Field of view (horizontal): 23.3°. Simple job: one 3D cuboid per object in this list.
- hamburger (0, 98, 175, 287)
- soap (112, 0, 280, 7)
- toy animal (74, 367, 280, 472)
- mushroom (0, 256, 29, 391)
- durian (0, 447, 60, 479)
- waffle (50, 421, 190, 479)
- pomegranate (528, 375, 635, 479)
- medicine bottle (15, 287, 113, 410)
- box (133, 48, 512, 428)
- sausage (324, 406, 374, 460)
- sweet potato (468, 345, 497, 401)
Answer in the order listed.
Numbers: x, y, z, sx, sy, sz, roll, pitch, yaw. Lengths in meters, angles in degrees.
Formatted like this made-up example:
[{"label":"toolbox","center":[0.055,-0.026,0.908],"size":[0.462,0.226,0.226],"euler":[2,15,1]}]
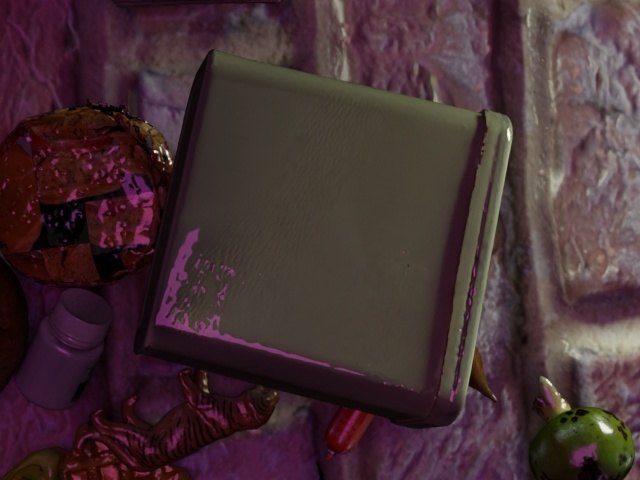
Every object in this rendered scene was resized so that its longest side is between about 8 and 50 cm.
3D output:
[{"label":"hamburger","center":[-0.276,-0.053,1.790],"size":[0.231,0.107,0.231],"euler":[0,94,6]},{"label":"soap","center":[-0.145,-0.308,1.779],"size":[0.203,0.122,0.066],"euler":[-1,90,-1]},{"label":"toy animal","center":[-0.165,0.206,1.790],"size":[0.241,0.057,0.099],"euler":[-24,83,-16]},{"label":"mushroom","center":[-0.451,0.090,1.751],"size":[0.253,0.153,0.253],"euler":[2,113,4]},{"label":"durian","center":[-0.333,0.366,1.734],"size":[0.139,0.101,0.250],"euler":[-11,90,-40]},{"label":"waffle","center":[-0.251,0.349,1.809],"size":[0.237,0.059,0.243],"euler":[37,89,0]},{"label":"pomegranate","center":[0.291,0.229,1.786],"size":[0.122,0.122,0.161],"euler":[-29,63,0]},{"label":"medicine bottle","center":[-0.291,0.124,1.777],"size":[0.080,0.080,0.130],"euler":[31,116,0]},{"label":"box","center":[0.000,0.000,1.701],"size":[0.343,0.177,0.352],"euler":[13,79,-10]},{"label":"sausage","center":[0.045,0.195,1.816],"size":[0.050,0.048,0.145],"euler":[36,96,41]},{"label":"sweet potato","center":[0.170,0.144,1.814],"size":[0.049,0.049,0.117],"euler":[-39,94,0]}]
